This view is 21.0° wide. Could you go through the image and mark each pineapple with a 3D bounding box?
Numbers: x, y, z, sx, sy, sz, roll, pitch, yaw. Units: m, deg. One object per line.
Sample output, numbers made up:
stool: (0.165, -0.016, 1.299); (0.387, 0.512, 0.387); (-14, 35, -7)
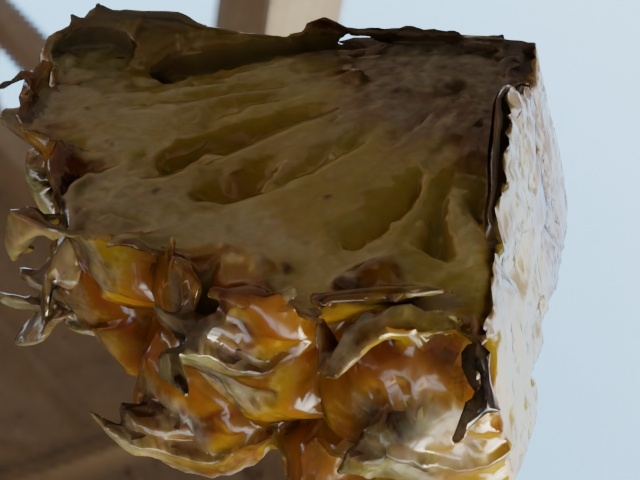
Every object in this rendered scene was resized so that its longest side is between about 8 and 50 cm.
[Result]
pineapple: (0.000, 0.000, 0.552); (0.186, 0.114, 0.236); (-34, -136, -26)
